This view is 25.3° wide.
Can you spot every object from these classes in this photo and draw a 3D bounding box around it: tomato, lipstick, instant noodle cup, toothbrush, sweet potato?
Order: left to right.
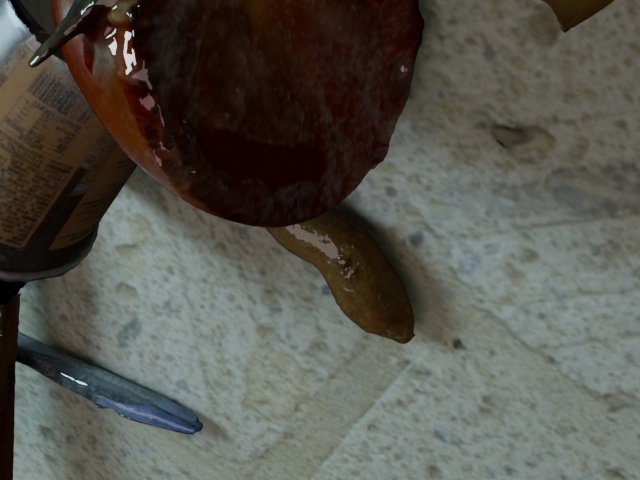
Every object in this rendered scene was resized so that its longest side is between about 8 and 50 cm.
[{"bbox_3d":[-0.308,0.080,1.304,0.077,0.077,0.418,18,119,18],"label":"lipstick"},{"bbox_3d":[-0.295,0.103,1.372,0.413,0.035,0.042,22,126,15],"label":"toothbrush"},{"bbox_3d":[-0.214,-0.111,1.080,0.217,0.217,0.207,44,125,-3],"label":"instant noodle cup"},{"bbox_3d":[-0.073,-0.165,0.943,0.170,0.309,0.309,14,127,37],"label":"tomato"},{"bbox_3d":[0.002,-0.001,1.126,0.218,0.051,0.065,48,133,-7],"label":"sweet potato"}]

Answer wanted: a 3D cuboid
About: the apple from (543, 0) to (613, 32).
[{"bbox_3d":[0.122,-0.279,0.775,0.163,0.251,0.293,-30,101,18],"label":"apple"}]
